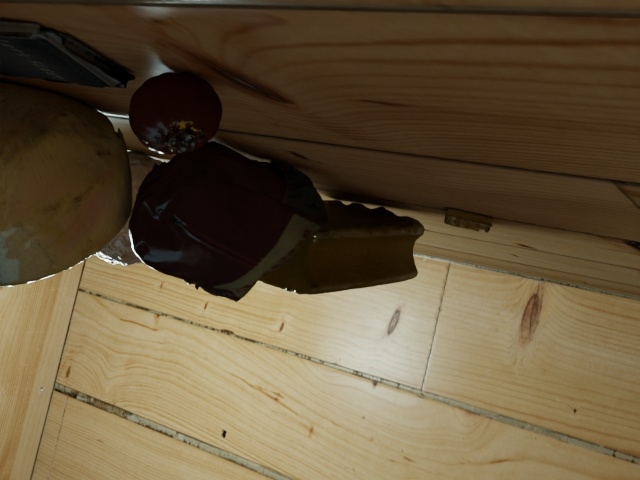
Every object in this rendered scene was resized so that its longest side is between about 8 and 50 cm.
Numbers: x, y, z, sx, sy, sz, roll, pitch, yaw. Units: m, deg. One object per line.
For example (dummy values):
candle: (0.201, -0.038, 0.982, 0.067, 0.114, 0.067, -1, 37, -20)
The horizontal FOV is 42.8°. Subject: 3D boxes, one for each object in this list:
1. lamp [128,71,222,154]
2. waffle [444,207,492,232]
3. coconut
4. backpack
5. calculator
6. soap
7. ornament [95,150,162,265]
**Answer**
lamp: (-0.156, -0.137, 0.882, 0.101, 0.090, 0.101, -14, 152, -8)
waffle: (0.281, -0.036, 1.556, 0.092, 0.021, 0.135, 13, 177, 10)
coconut: (-0.464, -0.085, 1.286, 0.352, 0.353, 0.352, 13, 177, 1)
backpack: (-0.179, -0.040, 1.379, 0.317, 0.283, 0.197, 23, -154, -50)
calculator: (-0.361, -0.216, 0.916, 0.273, 0.028, 0.165, 11, 174, 19)
soap: (0.000, 0.000, 1.666, 0.293, 0.156, 0.335, 12, -168, 41)
ornament: (-0.436, -0.077, 1.829, 0.225, 0.260, 0.259, 31, 167, -36)
